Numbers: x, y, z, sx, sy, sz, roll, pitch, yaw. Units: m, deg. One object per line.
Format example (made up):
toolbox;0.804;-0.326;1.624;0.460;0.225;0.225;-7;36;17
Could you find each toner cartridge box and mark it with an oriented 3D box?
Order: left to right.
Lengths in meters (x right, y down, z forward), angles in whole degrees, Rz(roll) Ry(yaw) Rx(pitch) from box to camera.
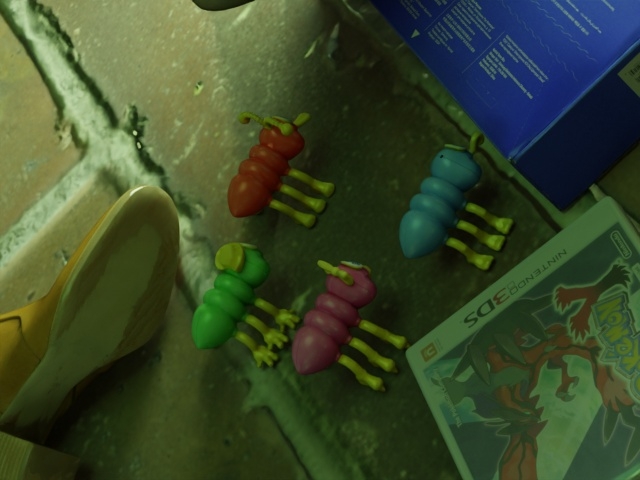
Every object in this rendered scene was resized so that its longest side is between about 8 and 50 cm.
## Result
toner cartridge box;0.142;-0.186;1.294;0.165;0.075;0.348;-42;41;9

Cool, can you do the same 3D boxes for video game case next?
video game case;0.159;0.090;1.118;0.183;0.023;0.201;-39;42;14

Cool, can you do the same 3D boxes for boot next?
boot;-0.249;0.078;1.434;0.211;0.104;0.295;10;73;45

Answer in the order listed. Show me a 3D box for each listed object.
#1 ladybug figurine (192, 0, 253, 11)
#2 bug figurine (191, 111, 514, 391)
ladybug figurine;0.002;-0.354;1.366;0.305;0.162;0.449;-38;10;42
bug figurine;0.000;0.000;1.290;0.279;0.072;0.216;12;70;46
